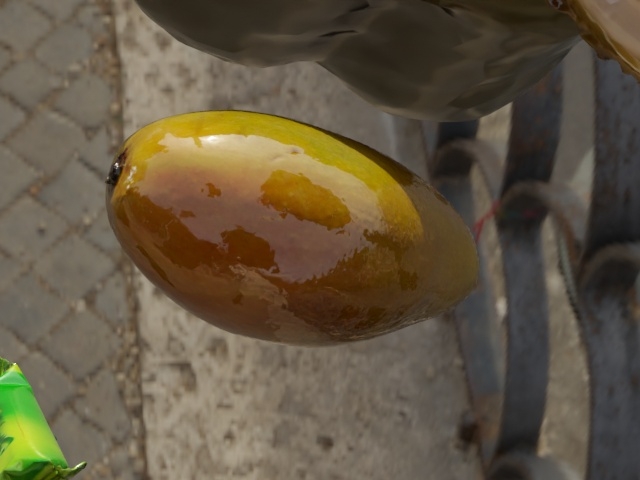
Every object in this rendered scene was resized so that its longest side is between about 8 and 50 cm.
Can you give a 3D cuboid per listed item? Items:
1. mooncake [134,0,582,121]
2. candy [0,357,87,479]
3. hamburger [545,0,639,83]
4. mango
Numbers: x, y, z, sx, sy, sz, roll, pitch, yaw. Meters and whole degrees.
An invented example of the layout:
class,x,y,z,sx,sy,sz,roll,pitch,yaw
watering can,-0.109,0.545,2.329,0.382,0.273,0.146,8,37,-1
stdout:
class,x,y,z,sx,sy,sz,roll,pitch,yaw
mooncake,0.043,-0.310,1.012,0.467,0.262,0.467,5,75,-20
candy,-0.138,0.114,0.689,0.032,0.178,0.102,20,92,-17
hamburger,0.216,-0.171,0.591,0.276,0.237,0.276,1,85,-8
mango,0.000,0.000,0.866,0.138,0.253,0.113,24,97,43
